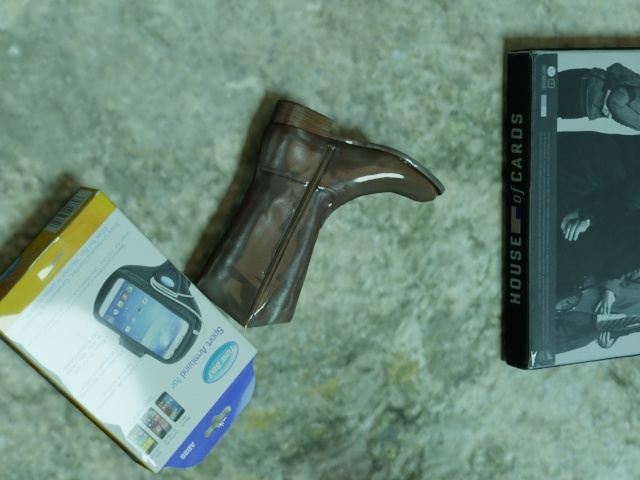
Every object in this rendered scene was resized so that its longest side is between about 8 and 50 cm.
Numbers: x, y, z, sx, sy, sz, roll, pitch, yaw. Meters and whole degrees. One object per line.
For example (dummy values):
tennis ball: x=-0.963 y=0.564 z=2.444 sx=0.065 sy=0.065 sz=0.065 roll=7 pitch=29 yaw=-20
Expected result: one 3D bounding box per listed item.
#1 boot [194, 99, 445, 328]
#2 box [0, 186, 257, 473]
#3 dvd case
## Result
boot: x=0.000 y=0.000 z=0.782 sx=0.106 sy=0.037 sz=0.114 roll=24 pitch=81 yaw=-17
box: x=-0.092 y=0.049 z=0.742 sx=0.081 sy=0.028 sz=0.136 roll=-50 pitch=119 yaw=-16
dvd case: x=0.212 y=-0.024 z=0.907 sx=0.238 sy=0.029 sz=0.179 roll=-4 pitch=98 yaw=-30
